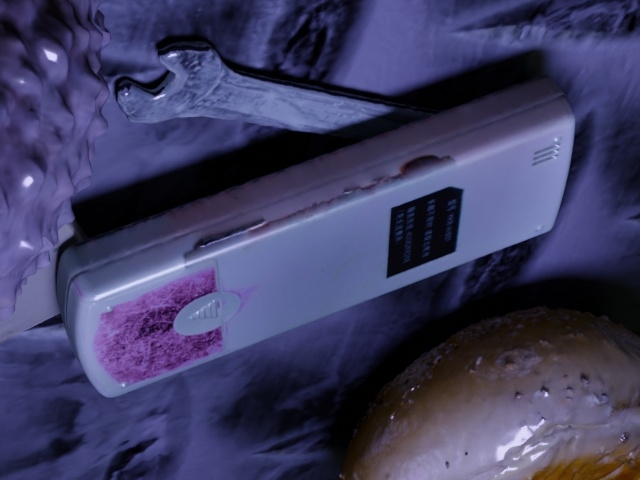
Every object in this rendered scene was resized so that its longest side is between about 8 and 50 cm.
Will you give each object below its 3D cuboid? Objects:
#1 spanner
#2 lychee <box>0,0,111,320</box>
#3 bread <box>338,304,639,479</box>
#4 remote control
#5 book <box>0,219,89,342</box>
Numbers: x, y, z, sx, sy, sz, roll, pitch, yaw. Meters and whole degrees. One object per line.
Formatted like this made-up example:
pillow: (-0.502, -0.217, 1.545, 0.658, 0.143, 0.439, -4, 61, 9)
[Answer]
spanner: (0.002, -0.078, 1.169, 0.302, 0.017, 0.071, 8, 137, -43)
lychee: (-0.232, -0.052, 0.773, 0.300, 0.300, 0.300, -19, 149, -12)
bread: (0.150, 0.164, 1.517, 0.305, 0.158, 0.305, -16, 147, -10)
remote control: (0.000, -0.001, 1.212, 0.344, 0.050, 0.145, -20, 151, -13)
book: (-0.326, 0.048, 1.099, 0.371, 0.043, 0.260, -26, 151, 1)
